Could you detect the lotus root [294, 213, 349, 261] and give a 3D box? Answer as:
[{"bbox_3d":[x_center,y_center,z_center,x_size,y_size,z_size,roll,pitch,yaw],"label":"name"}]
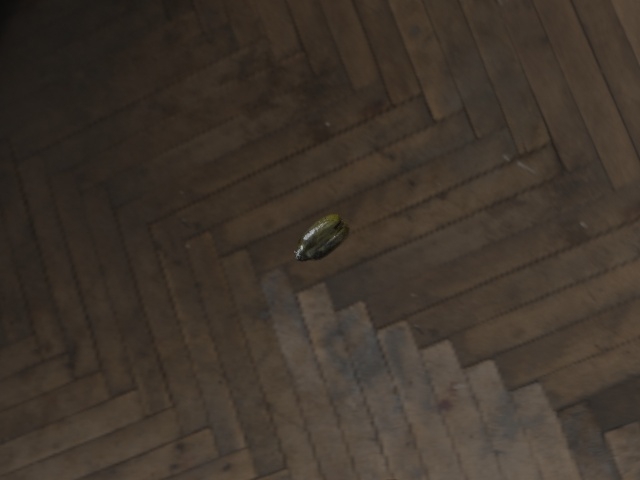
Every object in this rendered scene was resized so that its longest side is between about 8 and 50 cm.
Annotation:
[{"bbox_3d":[0.000,0.000,1.863,0.099,0.049,0.054,-38,94,-8],"label":"lotus root"}]
